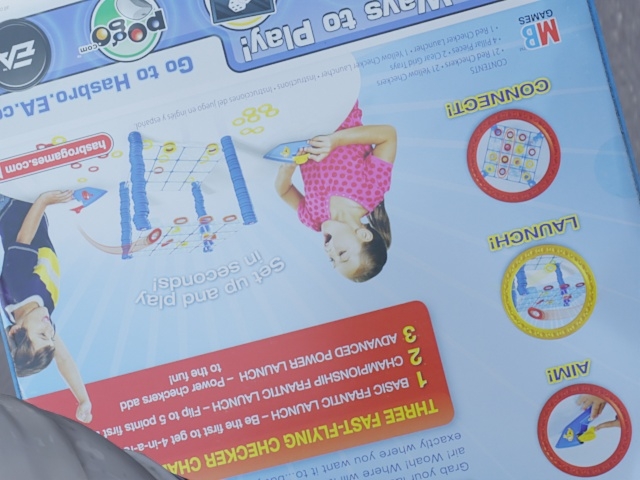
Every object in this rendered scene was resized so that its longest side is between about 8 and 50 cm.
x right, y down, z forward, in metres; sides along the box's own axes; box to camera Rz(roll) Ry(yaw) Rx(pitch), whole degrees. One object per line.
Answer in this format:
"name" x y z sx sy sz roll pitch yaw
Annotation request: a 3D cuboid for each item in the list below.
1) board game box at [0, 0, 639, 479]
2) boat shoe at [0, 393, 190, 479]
"board game box" 0.000 0.000 0.846 0.308 0.086 0.302 -14 88 8
"boat shoe" -0.118 0.189 0.279 0.135 0.367 0.156 13 161 35
